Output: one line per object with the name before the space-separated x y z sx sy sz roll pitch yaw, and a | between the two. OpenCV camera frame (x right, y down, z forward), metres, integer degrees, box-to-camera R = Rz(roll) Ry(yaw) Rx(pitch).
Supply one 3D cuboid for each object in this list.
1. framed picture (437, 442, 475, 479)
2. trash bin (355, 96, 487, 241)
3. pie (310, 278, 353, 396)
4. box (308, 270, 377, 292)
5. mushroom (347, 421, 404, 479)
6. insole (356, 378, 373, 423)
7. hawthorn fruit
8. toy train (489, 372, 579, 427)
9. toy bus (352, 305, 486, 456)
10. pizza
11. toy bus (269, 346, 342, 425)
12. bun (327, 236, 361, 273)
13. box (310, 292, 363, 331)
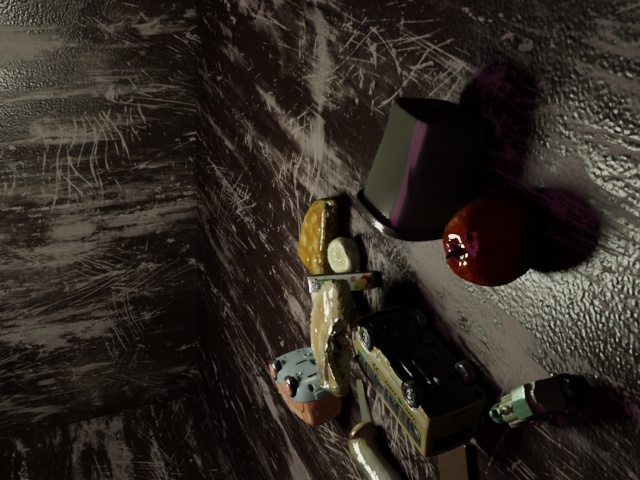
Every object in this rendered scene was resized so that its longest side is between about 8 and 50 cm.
framed picture | 0.333 0.562 1.788 0.128 0.023 0.168 -172 75 -65
trash bin | 0.221 -0.159 1.555 0.220 0.219 0.250 49 135 48
pie | 0.033 0.254 1.952 0.337 0.075 0.337 -179 90 -77
box | 0.061 0.118 2.090 0.207 0.041 0.049 -5 94 29
mushroom | 0.165 0.685 2.098 0.328 0.122 0.159 64 142 37
insole | 0.137 0.521 2.241 0.063 0.010 0.191 162 99 -66
hawthorn fruit | 0.313 0.006 1.408 0.179 0.201 0.179 46 144 49
toy train | 0.405 0.313 1.403 0.194 0.125 0.080 125 135 -58
toy bus | 0.224 0.329 1.765 0.365 0.177 0.201 -128 31 -47
pizza | -0.003 -0.034 2.274 0.258 0.087 0.268 -135 43 -60
toy bus | -0.034 0.490 2.431 0.288 0.194 0.232 26 134 62
bun | 0.075 0.044 2.133 0.115 0.069 0.115 15 110 48
box | 0.042 0.197 2.181 0.151 0.151 0.135 111 151 -50
